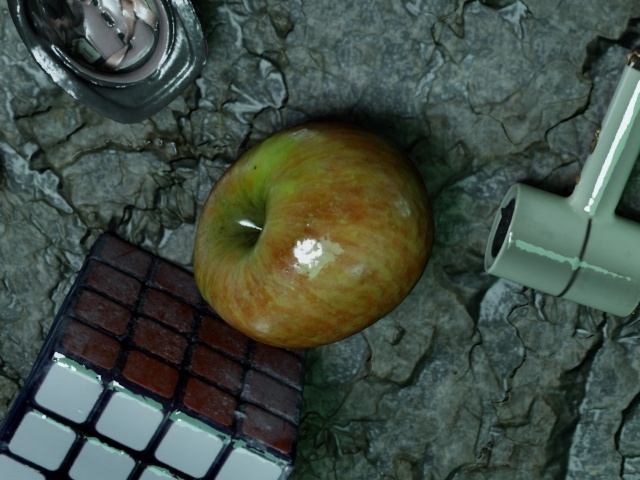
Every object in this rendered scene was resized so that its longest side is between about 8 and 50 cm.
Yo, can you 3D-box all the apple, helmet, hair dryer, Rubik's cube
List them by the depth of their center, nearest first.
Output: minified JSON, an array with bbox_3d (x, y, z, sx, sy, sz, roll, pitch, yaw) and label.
[{"bbox_3d":[-0.272,-0.283,1.760,0.198,0.154,0.253,-41,127,1],"label":"helmet"},{"bbox_3d":[0.000,0.000,1.814,0.250,0.277,0.309,19,152,-40],"label":"apple"},{"bbox_3d":[0.362,-0.093,1.829,0.203,0.128,0.362,18,109,-3],"label":"hair dryer"},{"bbox_3d":[-0.239,0.253,1.914,0.344,0.344,0.337,28,115,-7],"label":"Rubik's cube"}]
